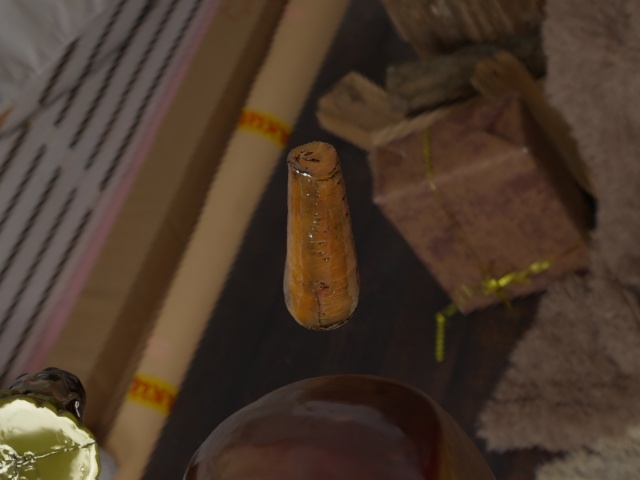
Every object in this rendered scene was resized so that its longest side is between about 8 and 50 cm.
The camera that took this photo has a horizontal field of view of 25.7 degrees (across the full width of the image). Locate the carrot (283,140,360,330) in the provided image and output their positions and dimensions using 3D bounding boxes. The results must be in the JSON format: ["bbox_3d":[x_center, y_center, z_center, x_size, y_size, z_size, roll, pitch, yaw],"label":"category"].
[{"bbox_3d":[0.000,0.000,0.947,0.055,0.161,0.055,0,49,0],"label":"carrot"}]

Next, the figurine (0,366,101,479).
[{"bbox_3d":[-0.344,0.220,1.649,0.187,0.168,0.315,-42,11,3],"label":"figurine"}]

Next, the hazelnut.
[{"bbox_3d":[0.027,0.333,1.356,0.359,0.409,0.359,-29,20,11],"label":"hazelnut"}]
